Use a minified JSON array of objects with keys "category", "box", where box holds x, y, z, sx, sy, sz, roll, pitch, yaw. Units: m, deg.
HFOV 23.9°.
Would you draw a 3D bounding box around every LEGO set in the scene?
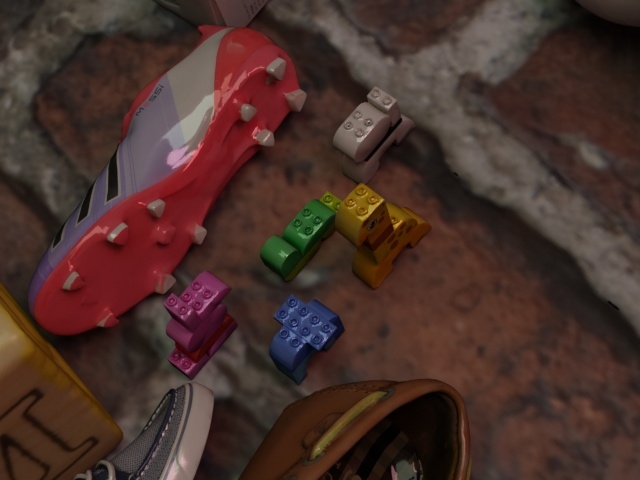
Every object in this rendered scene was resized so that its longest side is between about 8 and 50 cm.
[{"category":"LEGO set","box":[0.000,0.000,0.943,0.087,0.093,0.227,35,77,23]}]

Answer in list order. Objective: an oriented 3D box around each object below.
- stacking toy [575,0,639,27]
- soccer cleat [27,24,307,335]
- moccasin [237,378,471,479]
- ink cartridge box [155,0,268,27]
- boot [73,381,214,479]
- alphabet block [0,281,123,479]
[{"category":"stacking toy","box":[0.315,-0.181,0.840,0.480,0.350,0.350,9,64,47]},{"category":"soccer cleat","box":[-0.112,-0.043,1.000,0.095,0.083,0.248,29,73,38]},{"category":"moccasin","box":[-0.020,0.227,0.765,0.139,0.147,0.380,45,53,-10]},{"category":"ink cartridge box","box":[-0.064,-0.247,1.079,0.127,0.072,0.175,33,75,22]},{"category":"boot","box":[-0.135,0.158,0.896,0.086,0.069,0.190,28,71,-12]},{"category":"alphabet block","box":[-0.267,0.091,0.899,0.197,0.193,0.192,-39,66,-8]}]
